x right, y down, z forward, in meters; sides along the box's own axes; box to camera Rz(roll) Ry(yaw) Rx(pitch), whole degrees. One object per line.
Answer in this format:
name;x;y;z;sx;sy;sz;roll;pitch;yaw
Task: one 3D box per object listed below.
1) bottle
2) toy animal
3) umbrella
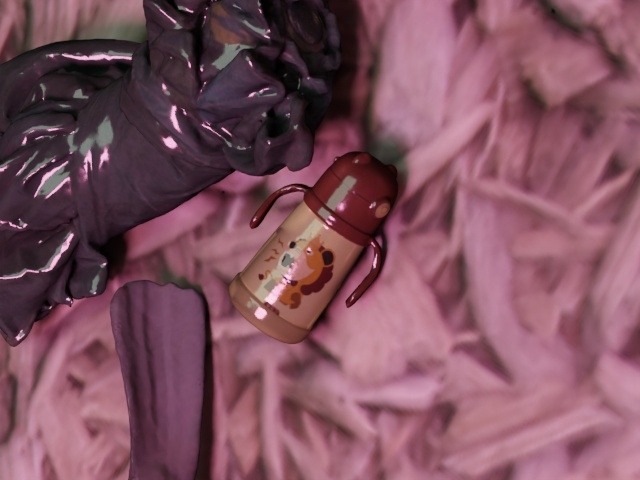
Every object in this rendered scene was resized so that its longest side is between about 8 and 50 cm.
bottle;-0.001;-0.001;0.974;0.101;0.063;0.047;-53;21;13
toy animal;-0.076;0.197;0.947;0.206;0.081;0.367;-3;77;62
umbrella;-0.129;-0.044;1.072;0.349;0.094;0.143;-28;55;36
